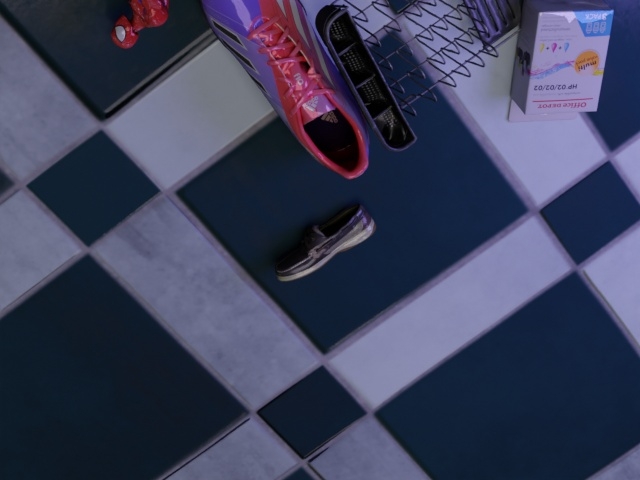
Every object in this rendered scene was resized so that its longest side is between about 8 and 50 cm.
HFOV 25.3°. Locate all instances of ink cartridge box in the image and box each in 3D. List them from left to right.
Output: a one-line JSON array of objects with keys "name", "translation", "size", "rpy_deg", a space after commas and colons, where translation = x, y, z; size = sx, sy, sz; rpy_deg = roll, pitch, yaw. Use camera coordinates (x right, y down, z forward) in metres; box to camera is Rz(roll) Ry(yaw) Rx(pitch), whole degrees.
[{"name": "ink cartridge box", "translation": [0.311, -0.225, 1.859], "size": [0.104, 0.061, 0.181], "rpy_deg": [-4, 122, -12]}]

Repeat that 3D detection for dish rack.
[{"name": "dish rack", "translation": [0.135, -0.267, 1.757], "size": [0.271, 0.074, 0.208], "rpy_deg": [-37, 125, -8]}]

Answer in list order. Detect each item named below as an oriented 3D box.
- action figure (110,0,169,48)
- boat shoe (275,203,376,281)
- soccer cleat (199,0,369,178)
[{"name": "action figure", "translation": [-0.207, -0.353, 1.629], "size": [0.139, 0.091, 0.280], "rpy_deg": [12, 116, -29]}, {"name": "boat shoe", "translation": [0.000, 0.000, 1.921], "size": [0.152, 0.056, 0.049], "rpy_deg": [-32, 119, -6]}, {"name": "soccer cleat", "translation": [-0.034, -0.207, 1.745], "size": [0.109, 0.116, 0.318], "rpy_deg": [-33, 123, 6]}]
